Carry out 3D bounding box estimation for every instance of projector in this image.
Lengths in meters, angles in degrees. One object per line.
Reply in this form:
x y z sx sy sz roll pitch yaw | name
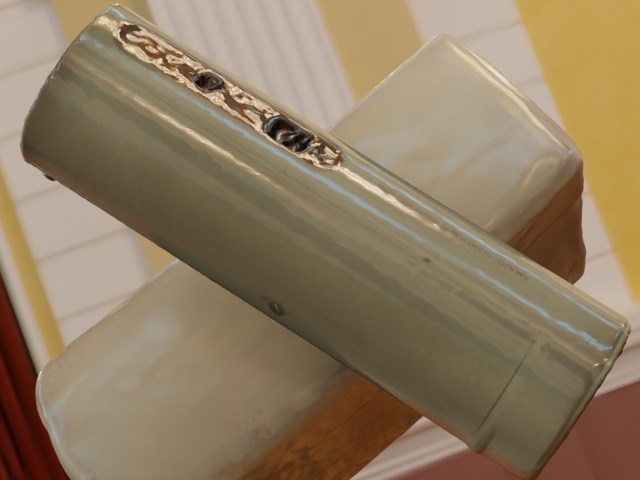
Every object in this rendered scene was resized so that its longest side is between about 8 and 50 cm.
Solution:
0.000 0.000 0.850 0.108 0.337 0.108 -56 -7 -10 | projector

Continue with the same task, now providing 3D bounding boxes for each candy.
0.005 0.049 1.005 0.359 0.145 0.208 -40 -21 -3 | candy
